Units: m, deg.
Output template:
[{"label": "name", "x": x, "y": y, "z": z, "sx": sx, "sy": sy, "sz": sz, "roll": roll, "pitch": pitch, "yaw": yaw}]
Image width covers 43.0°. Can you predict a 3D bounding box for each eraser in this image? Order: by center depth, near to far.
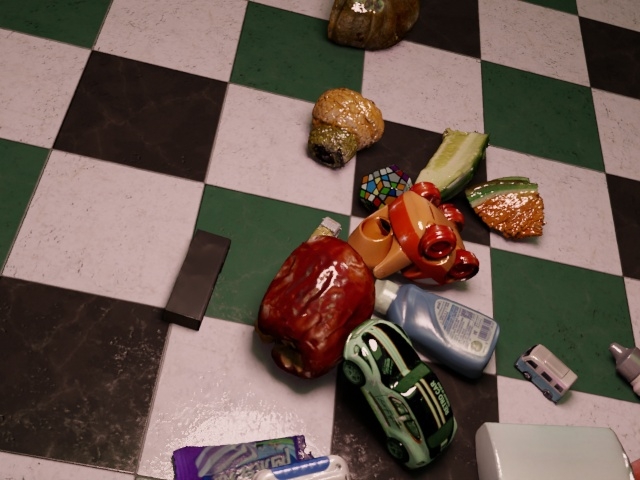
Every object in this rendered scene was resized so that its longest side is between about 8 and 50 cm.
[{"label": "eraser", "x": 0.463, "y": 0.458, "z": 1.603, "sx": 0.290, "sy": 0.104, "sz": 0.189, "roll": 5, "pitch": 57, "yaw": -12}]

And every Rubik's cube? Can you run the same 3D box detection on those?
[{"label": "Rubik's cube", "x": 0.158, "y": -0.116, "z": 1.937, "sx": 0.112, "sy": 0.133, "sz": 0.133, "roll": 16, "pitch": 45, "yaw": -41}]

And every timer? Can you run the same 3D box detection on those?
[{"label": "timer", "x": -0.014, "y": 0.508, "z": 1.397, "sx": 0.178, "sy": 0.078, "sz": 0.253, "roll": -8, "pitch": 77, "yaw": -22}]

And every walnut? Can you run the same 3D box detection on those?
[{"label": "walnut", "x": -0.025, "y": 0.130, "z": 1.652, "sx": 0.244, "sy": 0.222, "sz": 0.269, "roll": 16, "pitch": 52, "yaw": 38}]

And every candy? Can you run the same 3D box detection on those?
[{"label": "candy", "x": -0.137, "y": 0.426, "z": 1.475, "sx": 0.275, "sy": 0.070, "sz": 0.145, "roll": -3, "pitch": 47, "yaw": -16}]

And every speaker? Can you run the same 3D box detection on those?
[{"label": "speaker", "x": -0.256, "y": 0.081, "z": 1.710, "sx": 0.082, "sy": 0.044, "sz": 0.218, "roll": 17, "pitch": 52, "yaw": -4}]

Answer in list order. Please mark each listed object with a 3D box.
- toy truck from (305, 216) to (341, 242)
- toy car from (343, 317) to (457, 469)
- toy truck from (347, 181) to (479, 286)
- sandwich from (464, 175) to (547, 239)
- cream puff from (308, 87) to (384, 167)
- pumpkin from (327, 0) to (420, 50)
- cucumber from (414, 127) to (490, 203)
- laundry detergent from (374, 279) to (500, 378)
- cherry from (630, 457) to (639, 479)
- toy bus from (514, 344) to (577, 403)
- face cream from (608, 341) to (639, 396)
[{"label": "toy truck", "x": 0.000, "y": 0.000, "z": 1.834, "sx": 0.052, "sy": 0.063, "sz": 0.123, "roll": 31, "pitch": 52, "yaw": 8}, {"label": "toy car", "x": 0.166, "y": 0.293, "z": 1.572, "sx": 0.136, "sy": 0.125, "sz": 0.306, "roll": -32, "pitch": 98, "yaw": -33}, {"label": "toy truck", "x": 0.203, "y": 0.011, "z": 1.831, "sx": 0.265, "sy": 0.239, "sz": 0.189, "roll": 37, "pitch": 31, "yaw": -44}, {"label": "sandwich", "x": 0.452, "y": -0.076, "z": 2.006, "sx": 0.184, "sy": 0.109, "sz": 0.160, "roll": -9, "pitch": 88, "yaw": 1}, {"label": "cream puff", "x": 0.047, "y": -0.256, "z": 1.986, "sx": 0.183, "sy": 0.183, "sz": 0.169, "roll": 27, "pitch": 64, "yaw": 4}, {"label": "pumpkin", "x": 0.168, "y": -0.676, "z": 2.281, "sx": 0.232, "sy": 0.242, "sz": 0.325, "roll": 16, "pitch": 55, "yaw": 7}, {"label": "cucumber", "x": 0.313, "y": -0.160, "z": 1.991, "sx": 0.145, "sy": 0.105, "sz": 0.325, "roll": 8, "pitch": 36, "yaw": 26}, {"label": "laundry detergent", "x": 0.236, "y": 0.179, "z": 1.760, "sx": 0.290, "sy": 0.094, "sz": 0.143, "roll": 26, "pitch": 55, "yaw": 8}, {"label": "cherry", "x": 0.731, "y": 0.501, "z": 1.578, "sx": 0.239, "sy": 0.206, "sz": 0.239, "roll": 6, "pitch": 75, "yaw": -24}, {"label": "toy bus", "x": 0.490, "y": 0.282, "z": 1.761, "sx": 0.123, "sy": 0.075, "sz": 0.060, "roll": 44, "pitch": 55, "yaw": 17}, {"label": "face cream", "x": 0.764, "y": 0.337, "z": 1.793, "sx": 0.311, "sy": 0.092, "sz": 0.092, "roll": 44, "pitch": 54, "yaw": 17}]
